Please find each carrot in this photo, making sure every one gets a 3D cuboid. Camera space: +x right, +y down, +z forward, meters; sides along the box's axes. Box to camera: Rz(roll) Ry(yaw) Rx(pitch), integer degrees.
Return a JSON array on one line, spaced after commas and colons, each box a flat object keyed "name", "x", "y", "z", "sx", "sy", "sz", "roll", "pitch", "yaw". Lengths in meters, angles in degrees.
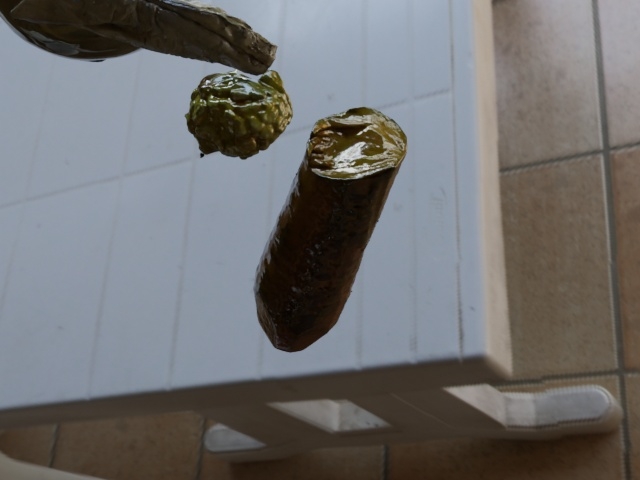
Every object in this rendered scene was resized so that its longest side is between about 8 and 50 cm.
[{"name": "carrot", "x": 0.000, "y": 0.000, "z": 0.957, "sx": 0.114, "sy": 0.114, "sz": 0.301, "roll": 60, "pitch": 144, "yaw": 37}]

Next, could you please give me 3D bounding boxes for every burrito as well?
[{"name": "burrito", "x": -0.150, "y": -0.196, "z": 0.771, "sx": 0.063, "sy": 0.230, "sz": 0.058, "roll": -128, "pitch": 49, "yaw": -66}]

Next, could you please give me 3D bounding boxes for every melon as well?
[{"name": "melon", "x": -0.398, "y": -0.431, "z": 1.463, "sx": 0.330, "sy": 0.268, "sz": 0.268, "roll": -4, "pitch": 61, "yaw": -2}]

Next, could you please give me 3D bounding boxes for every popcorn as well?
[{"name": "popcorn", "x": -0.159, "y": -0.250, "z": 1.745, "sx": 0.218, "sy": 0.189, "sz": 0.169, "roll": 19, "pitch": 120, "yaw": 25}]
